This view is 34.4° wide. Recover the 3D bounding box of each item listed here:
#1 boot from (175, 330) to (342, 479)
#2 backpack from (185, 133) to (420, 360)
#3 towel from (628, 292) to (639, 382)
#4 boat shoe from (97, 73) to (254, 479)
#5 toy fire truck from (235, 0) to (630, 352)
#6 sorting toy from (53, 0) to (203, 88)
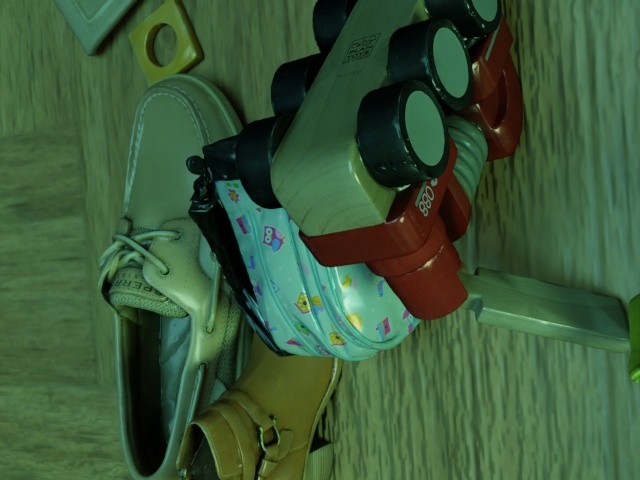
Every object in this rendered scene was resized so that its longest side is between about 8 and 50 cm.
[{"bbox_3d":[-0.051,0.121,0.787,0.073,0.152,0.197,-8,89,35],"label":"boot"},{"bbox_3d":[0.000,0.000,0.752,0.115,0.152,0.181,-5,104,49],"label":"backpack"},{"bbox_3d":[0.268,-0.009,0.594,0.021,0.102,0.237,38,120,-9],"label":"towel"},{"bbox_3d":[-0.119,0.030,0.852,0.122,0.110,0.340,-5,91,34],"label":"boat shoe"},{"bbox_3d":[0.096,-0.040,0.682,0.159,0.217,0.246,-10,130,34],"label":"toy fire truck"},{"bbox_3d":[-0.206,-0.293,0.927,0.196,0.047,0.347,-44,70,28],"label":"sorting toy"}]
